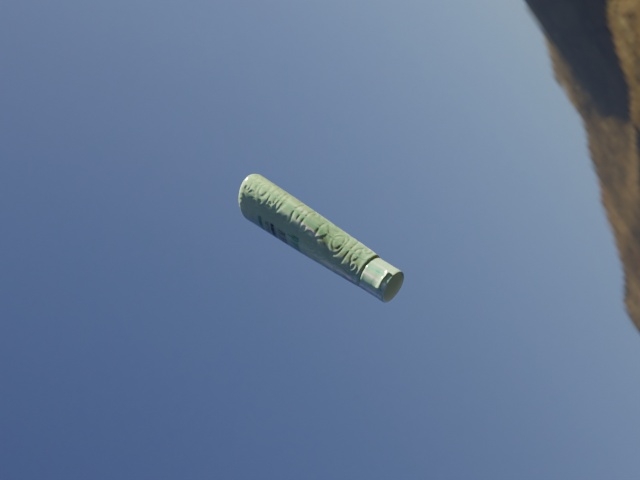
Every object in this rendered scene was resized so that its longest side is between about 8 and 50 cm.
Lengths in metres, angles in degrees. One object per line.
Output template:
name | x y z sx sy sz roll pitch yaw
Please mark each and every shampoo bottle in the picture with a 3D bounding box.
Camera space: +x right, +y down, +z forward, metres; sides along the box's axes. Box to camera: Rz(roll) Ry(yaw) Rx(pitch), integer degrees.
shampoo bottle | 0.000 0.000 1.267 0.190 0.041 0.069 33 153 26
